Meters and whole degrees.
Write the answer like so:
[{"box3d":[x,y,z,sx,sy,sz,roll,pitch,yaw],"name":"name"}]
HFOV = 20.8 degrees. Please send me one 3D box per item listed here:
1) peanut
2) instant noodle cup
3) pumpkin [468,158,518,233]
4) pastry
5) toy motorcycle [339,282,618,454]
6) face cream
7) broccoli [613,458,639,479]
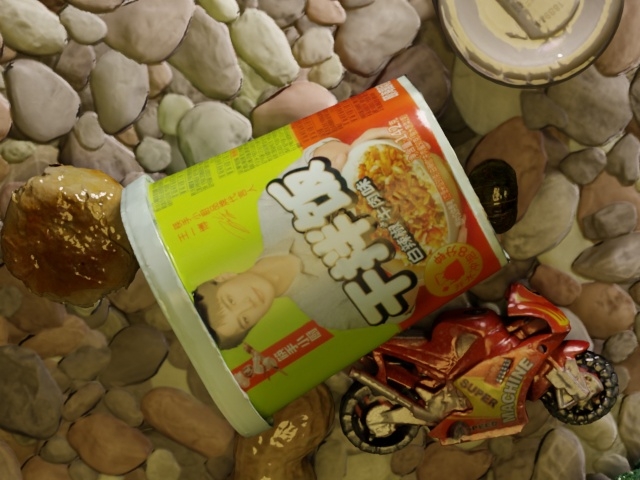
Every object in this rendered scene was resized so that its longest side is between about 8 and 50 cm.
[{"box3d":[-0.050,0.245,1.876,0.104,0.085,0.228,10,108,-13],"name":"peanut"},{"box3d":[0.000,0.000,1.711,0.308,0.294,0.294,-28,107,1],"name":"instant noodle cup"},{"box3d":[0.182,-0.041,1.806,0.050,0.028,0.083,-10,113,2],"name":"pumpkin"},{"box3d":[-0.256,-0.004,1.789,0.153,0.081,0.153,2,118,3],"name":"pastry"},{"box3d":[0.159,0.134,1.834,0.298,0.089,0.171,-9,108,4],"name":"toy motorcycle"},{"box3d":[0.194,-0.245,1.669,0.177,0.153,0.177,0,108,0],"name":"face cream"},{"box3d":[0.377,0.386,1.863,0.254,0.269,0.269,2,109,5],"name":"broccoli"}]
